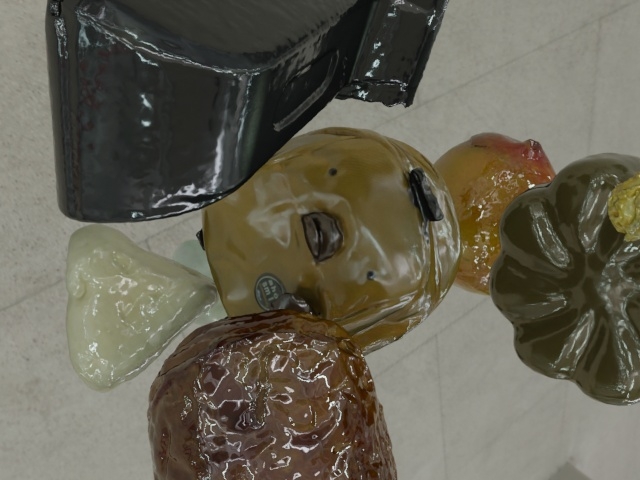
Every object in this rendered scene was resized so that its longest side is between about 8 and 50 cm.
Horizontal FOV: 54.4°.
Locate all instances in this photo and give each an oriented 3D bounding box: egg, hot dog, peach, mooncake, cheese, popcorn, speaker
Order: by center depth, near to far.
[{"bbox_3d":[-0.034,-0.150,0.543,0.388,0.184,0.180,-53,163,-49],"label":"speaker"},{"bbox_3d":[-0.040,0.266,0.659,0.267,0.174,0.388,-11,90,-7],"label":"hot dog"},{"bbox_3d":[0.351,-0.036,0.668,0.083,0.057,0.082,12,128,-22],"label":"popcorn"},{"bbox_3d":[0.439,0.055,0.932,0.200,0.378,0.378,-12,121,-53],"label":"mooncake"},{"bbox_3d":[-0.331,0.113,1.022,0.251,0.173,0.248,35,84,-7],"label":"cheese"},{"bbox_3d":[-0.246,0.094,1.358,0.151,0.151,0.209,-32,94,-22],"label":"egg"},{"bbox_3d":[0.377,-0.066,1.416,0.289,0.373,0.373,2,113,-17],"label":"peach"}]

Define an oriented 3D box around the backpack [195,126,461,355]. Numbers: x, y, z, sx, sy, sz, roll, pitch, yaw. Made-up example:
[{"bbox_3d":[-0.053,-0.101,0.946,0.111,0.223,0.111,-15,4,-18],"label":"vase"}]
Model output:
[{"bbox_3d":[0.002,-0.002,0.890,0.378,0.354,0.201,-26,173,25],"label":"backpack"}]
